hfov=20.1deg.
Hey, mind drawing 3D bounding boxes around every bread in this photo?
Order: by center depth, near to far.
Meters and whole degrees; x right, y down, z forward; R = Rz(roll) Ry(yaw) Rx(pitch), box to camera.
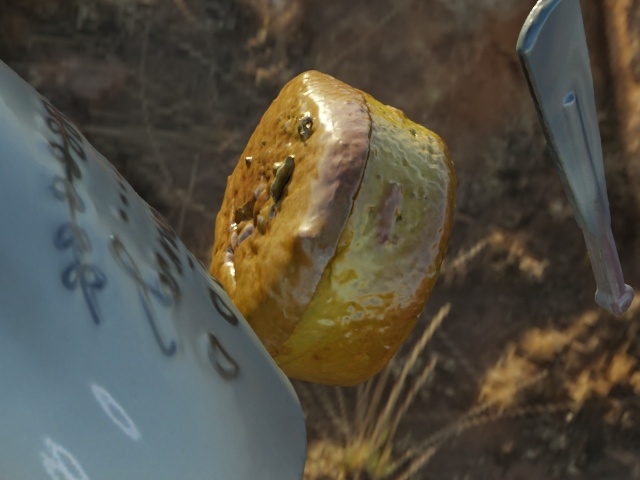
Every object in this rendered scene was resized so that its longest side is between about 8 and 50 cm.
[{"bbox_3d":[0.000,0.000,1.427,0.145,0.268,0.268,21,48,-18],"label":"bread"}]

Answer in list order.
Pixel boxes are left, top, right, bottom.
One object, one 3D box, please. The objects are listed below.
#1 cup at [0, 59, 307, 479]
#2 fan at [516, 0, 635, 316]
[{"bbox_3d":[-0.145,0.014,0.693,0.186,0.234,0.258,-29,31,7],"label":"cup"},{"bbox_3d":[0.165,-0.046,1.112,0.023,0.282,0.057,20,63,32],"label":"fan"}]
